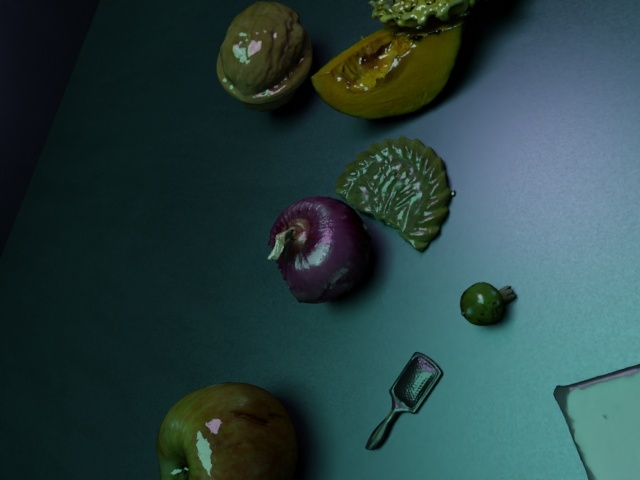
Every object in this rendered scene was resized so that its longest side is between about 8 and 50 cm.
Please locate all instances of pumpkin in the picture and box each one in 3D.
[{"bbox_3d":[0.153,-0.354,1.031,0.312,0.148,0.169,-11,33,19],"label":"pumpkin"}]

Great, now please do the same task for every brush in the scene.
[{"bbox_3d":[0.134,0.282,0.857,0.063,0.016,0.193,37,97,42],"label":"brush"}]

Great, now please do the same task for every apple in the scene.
[{"bbox_3d":[-0.167,0.393,0.927,0.264,0.264,0.264,-15,64,35],"label":"apple"}]

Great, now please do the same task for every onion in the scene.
[{"bbox_3d":[0.007,0.008,0.972,0.200,0.200,0.207,-47,19,16],"label":"onion"}]

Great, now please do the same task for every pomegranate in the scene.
[{"bbox_3d":[0.263,0.102,0.796,0.073,0.084,0.073,-177,90,-66],"label":"pomegranate"}]

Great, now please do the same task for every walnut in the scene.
[{"bbox_3d":[-0.139,-0.438,1.213,0.257,0.224,0.257,-3,66,7],"label":"walnut"}]

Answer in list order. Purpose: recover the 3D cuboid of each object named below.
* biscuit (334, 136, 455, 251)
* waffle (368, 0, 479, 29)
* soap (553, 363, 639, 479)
[{"bbox_3d":[0.147,-0.116,0.985,0.273,0.036,0.187,36,97,41],"label":"biscuit"},{"bbox_3d":[0.237,-0.486,0.976,0.262,0.060,0.280,-30,34,-10],"label":"waffle"},{"bbox_3d":[0.457,0.257,0.544,0.296,0.107,0.285,-27,58,28],"label":"soap"}]
